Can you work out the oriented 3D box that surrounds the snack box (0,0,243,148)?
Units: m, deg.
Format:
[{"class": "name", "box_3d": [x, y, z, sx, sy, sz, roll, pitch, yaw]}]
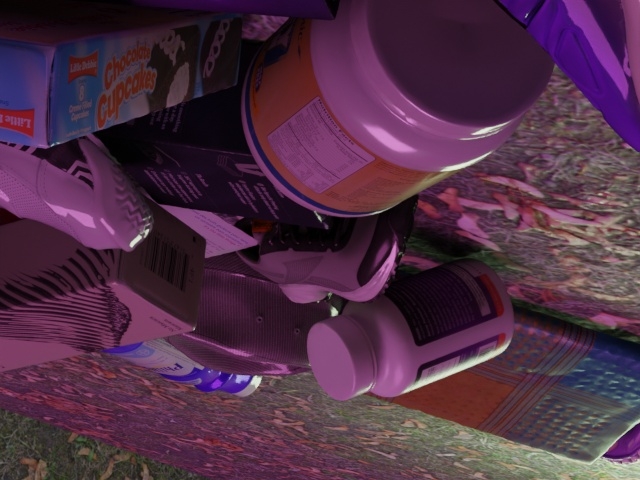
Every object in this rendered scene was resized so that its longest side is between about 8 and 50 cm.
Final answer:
[{"class": "snack box", "box_3d": [-0.185, -0.121, 0.875, 0.187, 0.060, 0.322, 10, -166, 13]}]

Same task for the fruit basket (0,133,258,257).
[{"class": "fruit basket", "box_3d": [-0.289, -0.047, 1.340, 0.353, 0.165, 0.327, -18, 144, 36]}]

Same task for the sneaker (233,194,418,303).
[{"class": "sneaker", "box_3d": [0.000, 0.000, 1.325, 0.108, 0.100, 0.271, 27, 159, -23]}]

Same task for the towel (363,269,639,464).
[{"class": "towel", "box_3d": [0.212, 0.152, 1.637, 0.370, 0.040, 0.271, 18, 145, -11]}]

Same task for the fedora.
[{"class": "fedora", "box_3d": [-0.093, 0.084, 1.611, 0.275, 0.124, 0.244, 24, 160, -31]}]

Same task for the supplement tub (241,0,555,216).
[{"class": "supplement tub", "box_3d": [0.045, -0.102, 0.874, 0.144, 0.144, 0.200, 19, 162, -17]}]

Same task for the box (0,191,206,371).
[{"class": "box", "box_3d": [-0.242, 0.043, 1.230, 0.275, 0.094, 0.113, -15, 146, 31]}]

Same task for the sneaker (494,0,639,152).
[{"class": "sneaker", "box_3d": [0.116, -0.158, 0.699, 0.146, 0.102, 0.293, 20, 156, 44]}]

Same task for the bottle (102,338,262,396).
[{"class": "bottle", "box_3d": [-0.198, 0.148, 1.952, 0.118, 0.092, 0.283, -4, 156, 41]}]

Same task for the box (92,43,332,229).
[{"class": "box", "box_3d": [-0.073, -0.085, 1.106, 0.158, 0.093, 0.156, 10, 164, 16]}]

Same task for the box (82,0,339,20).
[{"class": "box", "box_3d": [-0.126, -0.210, 0.740, 0.261, 0.103, 0.184, 7, 159, 20]}]

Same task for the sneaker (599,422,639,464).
[{"class": "sneaker", "box_3d": [0.348, 0.232, 1.817, 0.105, 0.095, 0.236, 28, 160, -19]}]

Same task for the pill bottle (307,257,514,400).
[{"class": "pill bottle", "box_3d": [0.087, 0.091, 1.381, 0.194, 0.108, 0.108, -17, -179, -32]}]

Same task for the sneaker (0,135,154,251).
[{"class": "sneaker", "box_3d": [-0.316, -0.047, 1.055, 0.366, 0.210, 0.137, 33, 175, 7]}]
